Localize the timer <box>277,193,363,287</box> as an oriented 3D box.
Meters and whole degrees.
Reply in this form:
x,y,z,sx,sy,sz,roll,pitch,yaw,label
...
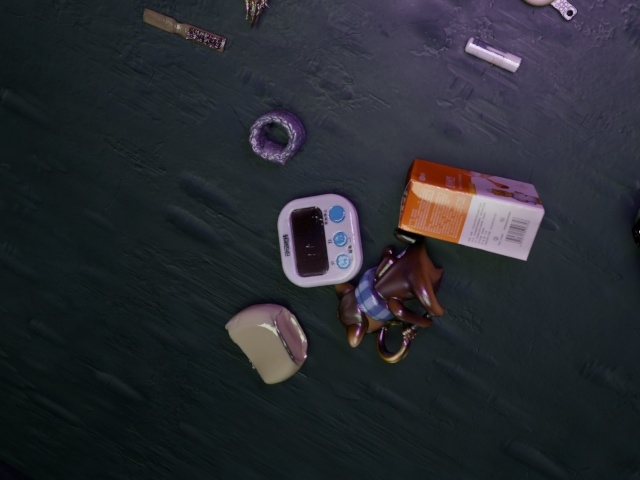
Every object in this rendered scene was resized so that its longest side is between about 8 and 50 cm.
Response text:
x,y,z,sx,sy,sz,roll,pitch,yaw,label
0.000,0.000,1.691,0.237,0.087,0.262,-8,87,18,timer

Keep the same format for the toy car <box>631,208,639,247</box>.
x,y,z,sx,sy,sz,roll,pitch,yaw,label
0.930,0.044,1.492,0.213,0.176,0.359,-18,102,18,toy car

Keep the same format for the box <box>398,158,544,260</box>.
x,y,z,sx,sy,sz,roll,pitch,yaw,label
0.383,-0.091,1.527,0.341,0.225,0.143,15,114,6,box

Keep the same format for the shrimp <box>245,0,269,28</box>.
x,y,z,sx,sy,sz,roll,pitch,yaw,label
-0.110,-0.690,1.504,0.169,0.058,0.296,13,109,5,shrimp

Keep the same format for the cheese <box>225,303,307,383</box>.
x,y,z,sx,sy,sz,roll,pitch,yaw,label
-0.174,0.330,1.867,0.233,0.127,0.266,-25,101,23,cheese

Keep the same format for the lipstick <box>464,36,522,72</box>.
x,y,z,sx,sy,sz,roll,pitch,yaw,label
0.434,-0.469,1.471,0.141,0.040,0.040,25,114,3,lipstick

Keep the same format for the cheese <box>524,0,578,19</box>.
x,y,z,sx,sy,sz,roll,pitch,yaw,label
0.547,-0.600,1.392,0.171,0.047,0.092,25,116,3,cheese

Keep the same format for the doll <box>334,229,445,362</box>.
x,y,z,sx,sy,sz,roll,pitch,yaw,label
0.210,0.167,1.698,0.340,0.209,0.318,-36,67,20,doll

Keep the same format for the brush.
x,y,z,sx,sy,sz,roll,pitch,yaw,label
-0.381,-0.582,1.612,0.248,0.036,0.043,23,109,3,brush

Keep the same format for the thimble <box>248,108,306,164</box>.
x,y,z,sx,sy,sz,roll,pitch,yaw,label
-0.122,-0.291,1.632,0.150,0.098,0.150,4,110,11,thimble
